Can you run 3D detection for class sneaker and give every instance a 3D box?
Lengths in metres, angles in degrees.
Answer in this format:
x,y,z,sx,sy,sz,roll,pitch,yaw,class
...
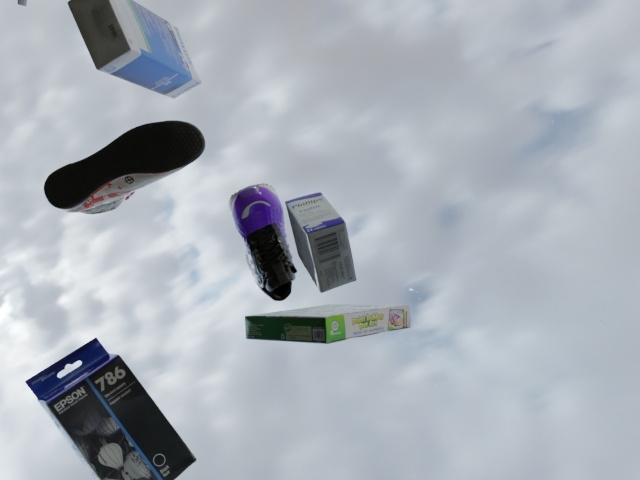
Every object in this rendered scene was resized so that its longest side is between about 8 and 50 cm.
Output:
x,y,z,sx,sy,sz,roll,pitch,yaw,class
-0.327,-0.124,1.056,0.270,0.145,0.090,-25,-89,-8,sneaker
-0.098,0.018,1.216,0.102,0.293,0.146,-21,-127,-9,sneaker

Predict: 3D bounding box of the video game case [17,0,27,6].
x,y,z,sx,sy,sz,roll,pitch,yaw,class
-0.713,-0.693,1.468,0.183,0.023,0.201,57,-45,43,video game case

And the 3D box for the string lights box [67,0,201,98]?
x,y,z,sx,sy,sz,roll,pitch,yaw,class
-0.331,-0.359,1.132,0.077,0.260,0.133,-26,-95,15,string lights box

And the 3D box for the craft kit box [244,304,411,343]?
x,y,z,sx,sy,sz,roll,pitch,yaw,class
0.014,0.169,1.272,0.250,0.247,0.060,-6,-96,46,craft kit box

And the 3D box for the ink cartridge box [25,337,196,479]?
x,y,z,sx,sy,sz,roll,pitch,yaw,class
-0.408,0.353,1.194,0.332,0.165,0.065,50,-36,6,ink cartridge box

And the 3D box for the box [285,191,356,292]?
x,y,z,sx,sy,sz,roll,pitch,yaw,class
0.000,0.000,1.082,0.072,0.126,0.137,-19,-148,-11,box
